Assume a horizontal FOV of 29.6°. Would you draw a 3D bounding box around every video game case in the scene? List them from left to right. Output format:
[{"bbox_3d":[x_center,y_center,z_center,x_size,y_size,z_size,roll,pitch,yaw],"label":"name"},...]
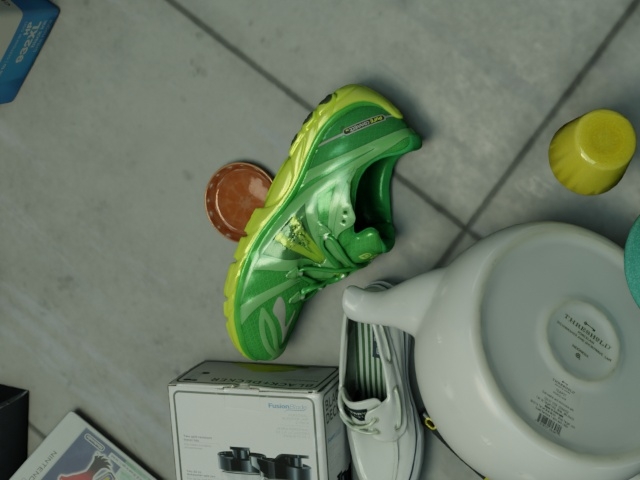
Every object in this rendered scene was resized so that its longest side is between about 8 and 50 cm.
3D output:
[{"bbox_3d":[-0.253,0.313,1.299,0.201,0.023,0.183,37,72,8],"label":"video game case"}]

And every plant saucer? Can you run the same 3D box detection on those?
[{"bbox_3d":[-0.077,-0.039,1.225,0.084,0.013,0.083,5,103,20],"label":"plant saucer"}]

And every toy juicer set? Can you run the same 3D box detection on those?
[{"bbox_3d":[0.356,0.003,1.021,0.209,0.089,0.329,-29,81,-8],"label":"toy juicer set"}]

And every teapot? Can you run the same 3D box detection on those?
[{"bbox_3d":[0.186,0.118,1.070,0.187,0.253,0.256,-47,58,58],"label":"teapot"}]

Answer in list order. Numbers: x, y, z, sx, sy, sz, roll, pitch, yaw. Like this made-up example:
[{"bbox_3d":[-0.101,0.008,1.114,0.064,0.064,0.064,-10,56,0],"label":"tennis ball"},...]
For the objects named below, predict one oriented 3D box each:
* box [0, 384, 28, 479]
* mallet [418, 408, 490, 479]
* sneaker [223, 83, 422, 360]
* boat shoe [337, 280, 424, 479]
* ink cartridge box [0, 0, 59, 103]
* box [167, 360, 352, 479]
[{"bbox_3d":[-0.445,0.235,1.369,0.207,0.108,0.153,10,104,18],"label":"box"},{"bbox_3d":[0.175,0.227,1.178,0.062,0.039,0.189,-45,80,22],"label":"mallet"},{"bbox_3d":[0.000,0.000,1.153,0.123,0.109,0.295,31,110,16],"label":"sneaker"},{"bbox_3d":[0.046,0.154,1.179,0.083,0.076,0.226,-2,97,35],"label":"boat shoe"},{"bbox_3d":[-0.438,-0.229,1.160,0.223,0.307,0.129,40,112,8],"label":"ink cartridge box"},{"bbox_3d":[-0.053,0.274,1.242,0.169,0.087,0.289,-1,101,21],"label":"box"}]
